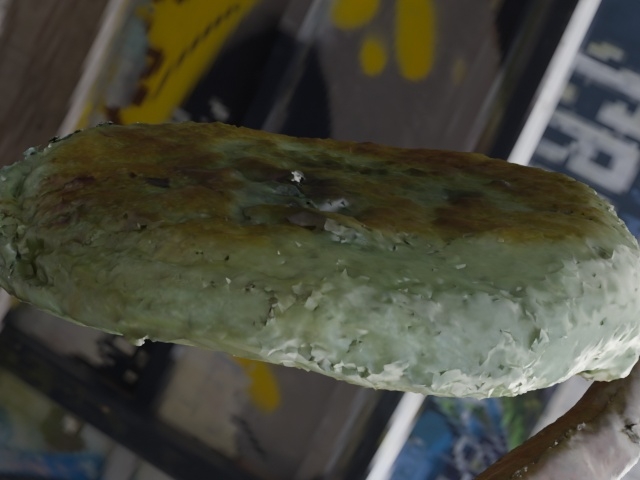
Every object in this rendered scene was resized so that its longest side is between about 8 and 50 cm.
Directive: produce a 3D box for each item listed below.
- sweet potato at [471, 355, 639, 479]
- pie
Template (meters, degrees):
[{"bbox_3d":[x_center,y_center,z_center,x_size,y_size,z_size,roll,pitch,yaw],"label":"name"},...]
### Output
[{"bbox_3d":[0.156,0.141,1.090,0.273,0.075,0.075,-37,146,-37],"label":"sweet potato"},{"bbox_3d":[0.000,0.000,0.469,0.187,0.187,0.041,-15,117,-57],"label":"pie"}]
